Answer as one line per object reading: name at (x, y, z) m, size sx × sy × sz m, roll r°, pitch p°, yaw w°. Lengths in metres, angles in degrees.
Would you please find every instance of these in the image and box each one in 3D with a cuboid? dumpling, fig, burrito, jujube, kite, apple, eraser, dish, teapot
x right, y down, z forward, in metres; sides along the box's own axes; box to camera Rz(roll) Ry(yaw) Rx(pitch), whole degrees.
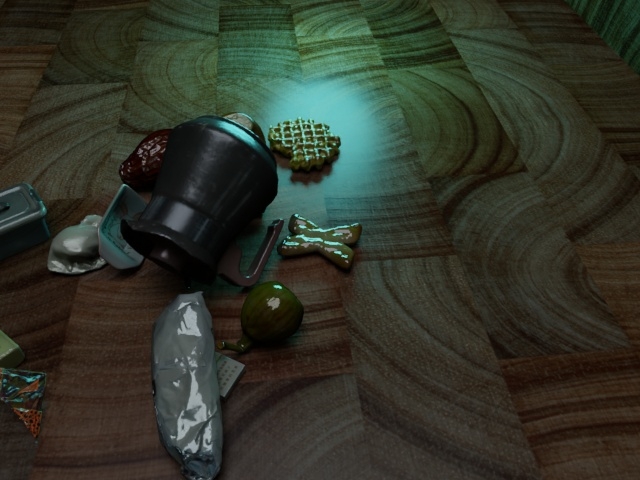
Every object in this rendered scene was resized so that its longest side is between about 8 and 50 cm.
dumpling at (-0.622, 0.017, 1.469) m, size 0.150 × 0.092 × 0.176 m, roll 33°, pitch 43°, yaw 7°
fig at (-0.123, 0.189, 1.288) m, size 0.142 × 0.148 × 0.186 m, roll 27°, pitch 88°, yaw 6°
burrito at (-0.275, 0.310, 1.153) m, size 0.139 × 0.101 × 0.445 m, roll -13°, pitch 57°, yaw -4°
jujube at (-0.490, -0.240, 1.685) m, size 0.236 × 0.168 × 0.168 m, roll -29°, pitch 51°, yaw -7°
kite at (-0.631, 0.314, 1.192) m, size 0.222 × 0.008 × 0.125 m, roll 48°, pitch 23°, yaw 0°
apple at (-0.257, -0.297, 1.725) m, size 0.173 × 0.160 × 0.195 m, roll -14°, pitch 87°, yaw 7°
eraser at (-0.770, 0.246, 1.257) m, size 0.172 × 0.058 × 0.117 m, roll 29°, pitch 51°, yaw 25°
dish at (-0.528, -0.022, 1.486) m, size 0.064 × 0.154 × 0.234 m, roll -21°, pitch 37°, yaw 25°
teapot at (-0.266, -0.071, 1.379) m, size 0.305 × 0.376 × 0.361 m, roll -5°, pitch 52°, yaw 54°

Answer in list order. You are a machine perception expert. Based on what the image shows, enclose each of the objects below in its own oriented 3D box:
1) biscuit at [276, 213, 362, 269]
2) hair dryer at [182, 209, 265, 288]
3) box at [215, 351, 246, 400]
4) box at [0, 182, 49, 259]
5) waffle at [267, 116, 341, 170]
biscuit at (0.000, 0.001, 1.521) m, size 0.208 × 0.047 × 0.164 m, roll 11°, pitch 47°, yaw 10°
hair dryer at (-0.305, -0.015, 1.524) m, size 0.304 × 0.120 × 0.359 m, roll 9°, pitch 55°, yaw -12°
box at (-0.261, 0.286, 1.251) m, size 0.167 × 0.024 × 0.090 m, roll 20°, pitch 49°, yaw 17°
box at (-0.852, -0.046, 1.493) m, size 0.227 × 0.130 × 0.162 m, roll -30°, pitch 54°, yaw -26°
waffle at (-0.064, -0.321, 1.829) m, size 0.253 × 0.056 × 0.249 m, roll 21°, pitch 48°, yaw 16°
